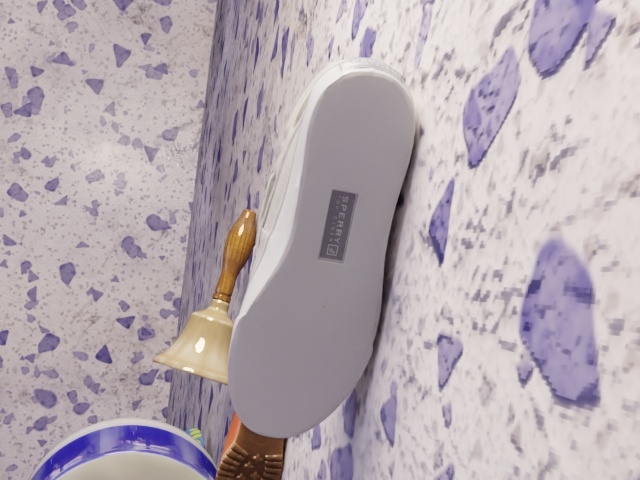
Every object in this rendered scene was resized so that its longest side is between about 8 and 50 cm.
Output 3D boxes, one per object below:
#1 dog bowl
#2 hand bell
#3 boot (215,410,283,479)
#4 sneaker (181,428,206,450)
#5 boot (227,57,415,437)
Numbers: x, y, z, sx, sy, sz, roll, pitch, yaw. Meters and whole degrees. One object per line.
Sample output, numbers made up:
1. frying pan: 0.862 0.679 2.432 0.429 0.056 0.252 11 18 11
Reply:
1. dog bowl: -0.244 0.365 1.056 0.104 0.265 0.264 -145 62 -73
2. hand bell: -0.133 0.072 1.171 0.126 0.126 0.242 149 140 -75
3. boot: -0.063 0.186 0.830 0.084 0.059 0.157 -116 43 -74
4. sneaker: -0.210 0.386 1.402 0.188 0.067 0.078 -123 20 -69
5. boot: 0.000 0.000 0.588 0.123 0.095 0.258 -105 33 -75
